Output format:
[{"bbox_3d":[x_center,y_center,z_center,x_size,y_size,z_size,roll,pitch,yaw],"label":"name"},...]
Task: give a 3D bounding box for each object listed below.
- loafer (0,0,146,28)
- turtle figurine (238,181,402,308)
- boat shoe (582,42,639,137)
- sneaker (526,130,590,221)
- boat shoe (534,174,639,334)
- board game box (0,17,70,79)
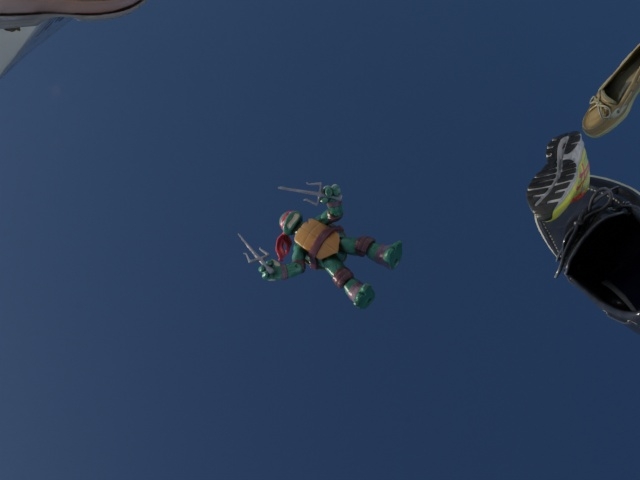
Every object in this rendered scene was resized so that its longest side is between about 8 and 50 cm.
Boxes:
[{"bbox_3d":[-0.127,-0.137,0.446,0.045,0.039,0.125,47,-138,12],"label":"loafer"},{"bbox_3d":[0.000,0.000,1.332,0.234,0.118,0.175,30,-83,24],"label":"turtle figurine"},{"bbox_3d":[0.414,-0.210,1.217,0.048,0.153,0.056,16,-143,-38],"label":"boat shoe"},{"bbox_3d":[0.414,-0.092,1.474,0.094,0.081,0.208,56,-133,-26],"label":"sneaker"},{"bbox_3d":[0.484,0.008,1.472,0.156,0.500,0.187,24,-70,-24],"label":"boat shoe"},{"bbox_3d":[-0.166,-0.280,0.674,0.097,0.303,0.224,42,-145,-15],"label":"board game box"}]
